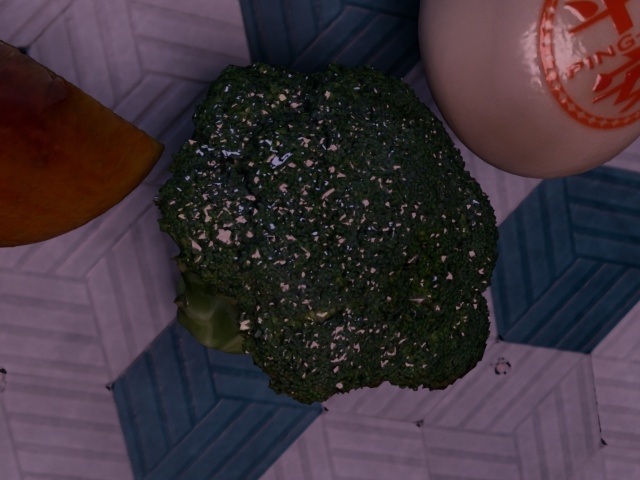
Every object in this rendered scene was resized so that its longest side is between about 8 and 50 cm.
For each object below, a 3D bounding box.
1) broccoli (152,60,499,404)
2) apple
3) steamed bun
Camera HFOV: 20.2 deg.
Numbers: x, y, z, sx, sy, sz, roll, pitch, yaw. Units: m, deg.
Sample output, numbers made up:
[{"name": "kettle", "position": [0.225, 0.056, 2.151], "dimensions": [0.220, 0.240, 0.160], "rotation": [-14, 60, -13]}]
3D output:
[{"name": "broccoli", "position": [0.000, 0.000, 1.384], "dimensions": [0.308, 0.307, 0.275], "rotation": [19, 133, -26]}, {"name": "apple", "position": [-0.284, -0.107, 1.285], "dimensions": [0.346, 0.179, 0.254], "rotation": [32, 130, -28]}, {"name": "steamed bun", "position": [0.197, -0.164, 1.430], "dimensions": [0.232, 0.145, 0.231], "rotation": [-1, 91, -39]}]
